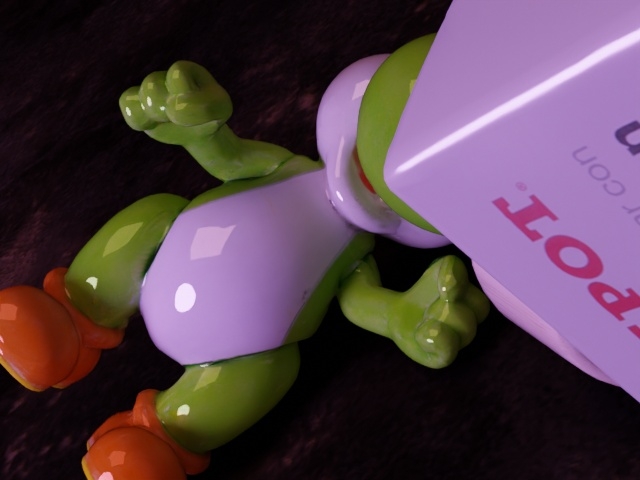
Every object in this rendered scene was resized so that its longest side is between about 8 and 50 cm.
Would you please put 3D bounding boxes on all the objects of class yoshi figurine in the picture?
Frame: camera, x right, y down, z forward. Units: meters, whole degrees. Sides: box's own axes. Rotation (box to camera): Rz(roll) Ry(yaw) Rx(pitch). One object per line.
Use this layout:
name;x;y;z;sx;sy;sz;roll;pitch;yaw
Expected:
yoshi figurine;-0.006;-0.007;0.932;0.362;0.203;0.203;-38;43;1

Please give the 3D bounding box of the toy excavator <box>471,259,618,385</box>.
toy excavator;0.255;-0.190;0.772;0.445;0.433;0.222;-17;23;-16

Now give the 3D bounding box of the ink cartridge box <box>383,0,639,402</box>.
ink cartridge box;0.249;-0.047;0.480;0.384;0.279;0.160;-27;29;50
